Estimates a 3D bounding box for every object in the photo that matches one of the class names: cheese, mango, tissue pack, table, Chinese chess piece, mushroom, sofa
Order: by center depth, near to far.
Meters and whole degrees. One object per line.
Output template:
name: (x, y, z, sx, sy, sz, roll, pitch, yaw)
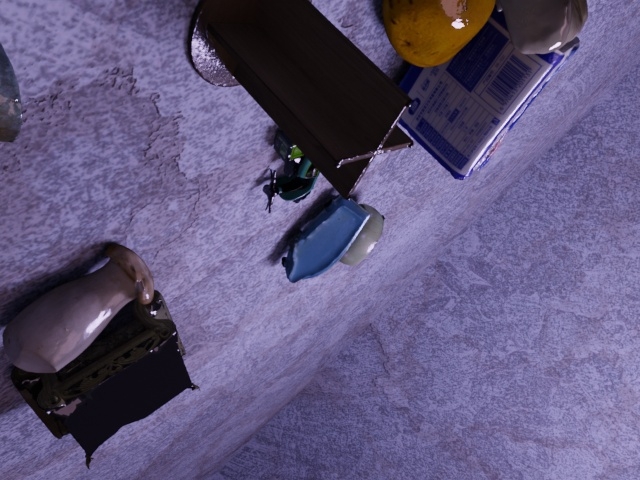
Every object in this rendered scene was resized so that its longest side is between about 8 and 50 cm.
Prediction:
table: (-0.011, -0.166, 0.611, 0.167, 0.226, 0.167, -35, 160, -15)
cheese: (0.244, -0.355, 0.678, 0.093, 0.262, 0.159, -11, -161, 32)
mushroom: (-0.328, 0.095, 0.780, 0.212, 0.097, 0.088, -35, 150, -19)
mango: (0.161, -0.308, 0.781, 0.147, 0.109, 0.227, -11, 168, 9)
tissue pack: (0.257, -0.265, 0.936, 0.137, 0.209, 0.269, -23, 154, -40)
sofa: (-0.354, 0.211, 0.953, 0.258, 0.182, 0.200, -32, 142, -25)
Chinese chess piece: (0.081, -0.013, 1.280, 0.144, 0.058, 0.144, -49, -160, 25)

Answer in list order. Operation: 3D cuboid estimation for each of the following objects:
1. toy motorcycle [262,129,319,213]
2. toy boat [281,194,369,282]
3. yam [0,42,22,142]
toy motorcycle: (-0.041, -0.116, 0.933, 0.100, 0.058, 0.173, -21, 152, -29)
toy boat: (0.000, 0.000, 1.221, 0.238, 0.109, 0.098, -48, -166, 19)
yam: (-0.330, -0.100, 0.356, 0.259, 0.093, 0.093, -17, 150, -50)
